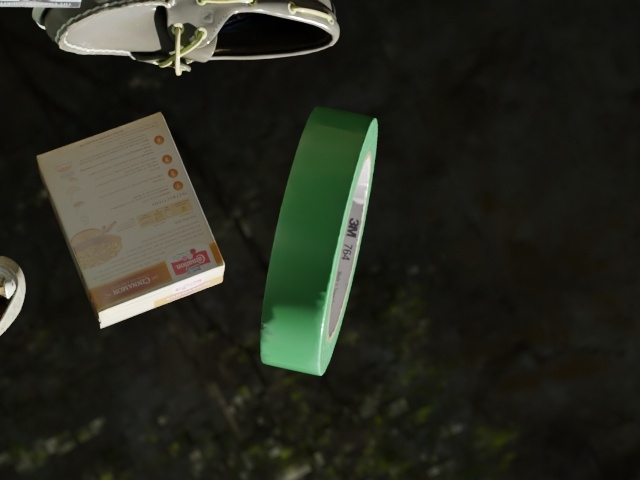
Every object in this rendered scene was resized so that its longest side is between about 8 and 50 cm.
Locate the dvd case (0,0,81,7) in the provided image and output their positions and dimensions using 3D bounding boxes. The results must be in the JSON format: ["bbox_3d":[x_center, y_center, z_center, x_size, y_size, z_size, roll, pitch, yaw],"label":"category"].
[{"bbox_3d":[-0.204,-0.204,1.319,0.087,0.119,0.013,-1,-118,-18],"label":"dvd case"}]

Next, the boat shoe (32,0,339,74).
[{"bbox_3d":[-0.113,-0.204,1.697,0.305,0.091,0.109,-12,158,-37],"label":"boat shoe"}]

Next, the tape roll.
[{"bbox_3d":[0.000,0.000,2.274,0.077,0.321,0.321,13,-147,6],"label":"tape roll"}]

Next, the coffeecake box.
[{"bbox_3d":[-0.201,-0.022,1.985,0.142,0.185,0.068,-20,166,-11],"label":"coffeecake box"}]

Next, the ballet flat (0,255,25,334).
[{"bbox_3d":[-0.313,0.063,1.759,0.057,0.052,0.168,19,-137,-5],"label":"ballet flat"}]
